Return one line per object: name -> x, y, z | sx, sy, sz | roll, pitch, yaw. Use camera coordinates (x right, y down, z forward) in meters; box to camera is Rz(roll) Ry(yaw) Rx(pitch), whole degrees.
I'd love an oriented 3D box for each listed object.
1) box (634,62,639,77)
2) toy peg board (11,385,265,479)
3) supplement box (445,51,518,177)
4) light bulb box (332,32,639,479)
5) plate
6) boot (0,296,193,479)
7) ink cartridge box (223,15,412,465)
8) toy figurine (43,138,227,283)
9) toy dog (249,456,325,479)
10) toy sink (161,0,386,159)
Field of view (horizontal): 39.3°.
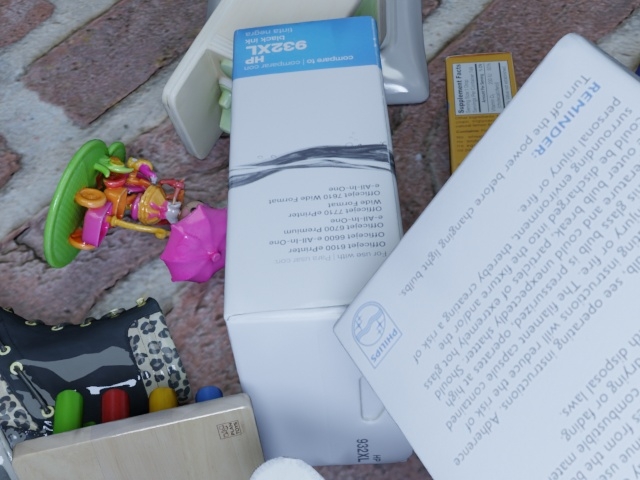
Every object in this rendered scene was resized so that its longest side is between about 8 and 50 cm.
box -> 0.388, -0.132, 0.947 | 0.136, 0.037, 0.225 | 20, 53, 20
toy peg board -> -0.121, 0.169, 0.662 | 0.160, 0.161, 0.079 | -12, 35, -5
supplement box -> 0.166, -0.087, 0.900 | 0.080, 0.078, 0.233 | 0, 49, 8
light bulb box -> 0.264, 0.119, 0.498 | 0.357, 0.225, 0.361 | 17, 27, -44
plate -> -0.012, -0.268, 1.089 | 0.277, 0.045, 0.278 | -1, 51, 3
boot -> -0.231, 0.085, 0.785 | 0.178, 0.085, 0.236 | -22, 57, -16
ink cartridge box -> 0.000, 0.000, 0.743 | 0.129, 0.223, 0.308 | -4, 50, 1
toy figurine -> -0.155, -0.020, 0.870 | 0.159, 0.130, 0.173 | 19, 28, 3
toy dog -> -0.026, 0.241, 0.564 | 0.333, 0.220, 0.161 | -10, 33, -9
toy sink -> -0.035, -0.181, 0.921 | 0.131, 0.153, 0.234 | 27, 75, 13
